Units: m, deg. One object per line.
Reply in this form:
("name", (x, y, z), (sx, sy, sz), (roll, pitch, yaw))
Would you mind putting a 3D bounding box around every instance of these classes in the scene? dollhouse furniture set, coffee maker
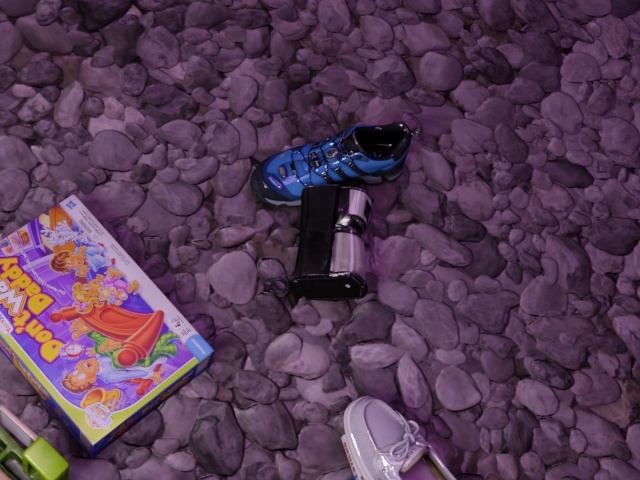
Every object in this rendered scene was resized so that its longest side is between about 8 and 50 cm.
("dollhouse furniture set", (-0.495, 0.372, 1.329), (0.151, 0.198, 0.301), (41, 60, 7))
("coffee maker", (0.000, 0.000, 1.699), (0.171, 0.120, 0.178), (9, 60, -9))

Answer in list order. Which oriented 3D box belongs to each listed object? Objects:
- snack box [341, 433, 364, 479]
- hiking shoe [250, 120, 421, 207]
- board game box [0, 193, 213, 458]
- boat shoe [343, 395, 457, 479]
("snack box", (0.091, 0.381, 1.575), (0.064, 0.022, 0.178), (-10, 66, -22))
("hiking shoe", (0.020, -0.150, 1.775), (0.304, 0.132, 0.113), (-17, 68, -22))
("board game box", (-0.367, 0.126, 1.561), (0.233, 0.078, 0.347), (-38, 77, -28))
("boat shoe", (0.157, 0.366, 1.532), (0.118, 0.103, 0.320), (-22, 74, -45))
